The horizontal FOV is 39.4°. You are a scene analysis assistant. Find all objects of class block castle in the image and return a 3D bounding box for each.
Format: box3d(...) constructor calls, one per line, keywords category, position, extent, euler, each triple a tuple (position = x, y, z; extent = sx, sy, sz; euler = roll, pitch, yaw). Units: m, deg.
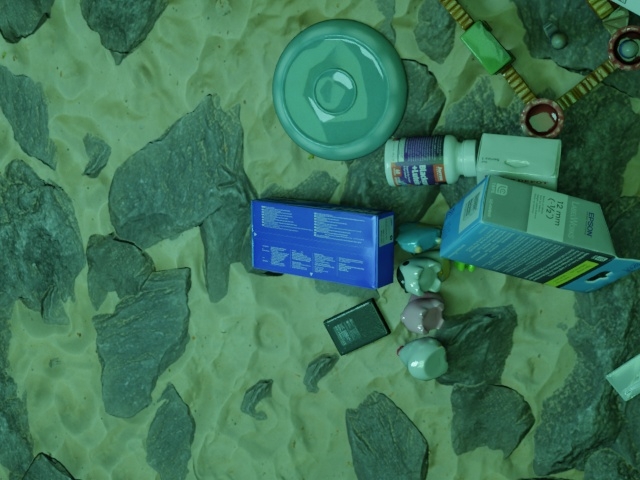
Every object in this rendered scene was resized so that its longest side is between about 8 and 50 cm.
box3d(category="block castle", position=(0.414, -0.454, 1.770), extent=(0.303, 0.213, 0.453), euler=(-39, 88, 20))

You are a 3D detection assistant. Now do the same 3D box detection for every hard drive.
box3d(category="hard drive", position=(0.086, 0.204, 2.106), extent=(0.135, 0.022, 0.094), euler=(-27, 92, 20))

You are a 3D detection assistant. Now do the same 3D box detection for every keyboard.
box3d(category="keyboard", position=(0.743, 0.252, 1.927), extent=(0.256, 0.014, 0.072), euler=(-39, 83, 20))

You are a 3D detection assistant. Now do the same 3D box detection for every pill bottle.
box3d(category="pill bottle", position=(0.243, -0.173, 1.935), extent=(0.194, 0.108, 0.108), euler=(-2, 101, 17))

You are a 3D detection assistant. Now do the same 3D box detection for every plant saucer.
box3d(category="plant saucer", position=(0.036, -0.334, 2.000), extent=(0.318, 0.044, 0.317), euler=(3, 102, 15))

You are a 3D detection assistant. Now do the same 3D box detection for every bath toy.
box3d(category="bath toy", position=(0.225, 0.139, 1.999), extent=(0.129, 0.151, 0.348), euler=(16, 113, 53))

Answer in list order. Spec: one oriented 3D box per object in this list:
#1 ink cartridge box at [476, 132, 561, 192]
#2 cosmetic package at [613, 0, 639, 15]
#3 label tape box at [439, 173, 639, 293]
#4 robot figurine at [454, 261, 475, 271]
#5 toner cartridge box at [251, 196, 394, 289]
box3d(category="ink cartridge box", position=(0.407, -0.122, 1.833), extent=(0.160, 0.219, 0.092), euler=(7, 66, 15))
box3d(category="cosmetic package", position=(0.709, -0.551, 1.583), extent=(0.217, 0.156, 0.385), euler=(34, 73, 18))
box3d(category="label tape box", position=(0.449, -0.005, 1.819), extent=(0.348, 0.249, 0.115), euler=(13, 71, -8))
box3d(category="robot figurine", position=(0.325, 0.010, 1.970), extent=(0.101, 0.067, 0.115), euler=(5, 104, -13))
box3d(category="toner cartridge box", position=(0.000, 0.000, 2.004), extent=(0.348, 0.075, 0.165), euler=(9, 104, 35))
